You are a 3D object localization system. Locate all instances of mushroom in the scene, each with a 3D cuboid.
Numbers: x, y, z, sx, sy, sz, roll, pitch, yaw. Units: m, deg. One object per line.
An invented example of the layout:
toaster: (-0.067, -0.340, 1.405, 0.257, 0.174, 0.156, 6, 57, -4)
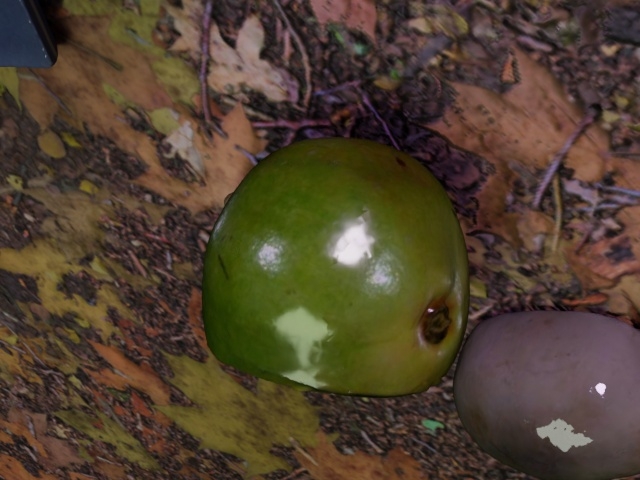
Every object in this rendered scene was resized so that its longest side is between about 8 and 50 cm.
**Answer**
mushroom: (0.181, 0.128, 0.838, 0.188, 0.117, 0.141, 3, 121, 37)

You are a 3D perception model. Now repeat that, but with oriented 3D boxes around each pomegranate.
pomegranate: (0.014, 0.002, 0.789, 0.190, 0.241, 0.159, 6, 102, -1)

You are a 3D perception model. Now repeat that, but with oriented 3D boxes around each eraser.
eraser: (-0.305, -0.182, 0.886, 0.225, 0.036, 0.082, 6, 134, 29)
